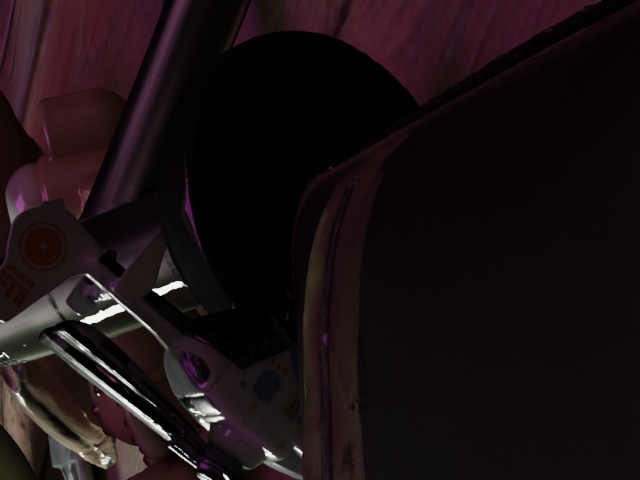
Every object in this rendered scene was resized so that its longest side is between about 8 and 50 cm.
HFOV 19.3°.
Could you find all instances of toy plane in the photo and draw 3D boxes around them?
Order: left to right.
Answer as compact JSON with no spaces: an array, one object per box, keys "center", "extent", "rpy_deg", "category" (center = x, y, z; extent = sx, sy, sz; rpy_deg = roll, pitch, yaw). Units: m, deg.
[{"center":[-0.035,0.048,0.704],"extent":[0.053,0.197,0.078],"rpy_deg":[-12,42,59],"category":"toy plane"}]

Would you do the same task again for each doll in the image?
[{"center":[-0.123,0.037,1.172],"extent":[0.154,0.119,0.278],"rpy_deg":[86,169,-61],"category":"doll"}]

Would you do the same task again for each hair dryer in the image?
[{"center":[-0.072,-0.073,0.976],"extent":[0.320,0.156,0.284],"rpy_deg":[-5,71,54],"category":"hair dryer"}]

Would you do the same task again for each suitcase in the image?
[{"center":[0.131,0.074,0.522],"extent":[0.434,0.194,0.283],"rpy_deg":[155,112,-65],"category":"suitcase"}]

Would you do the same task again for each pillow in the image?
[{"center":[-0.207,0.016,1.322],"extent":[0.173,0.067,0.270],"rpy_deg":[57,-168,-62],"category":"pillow"}]

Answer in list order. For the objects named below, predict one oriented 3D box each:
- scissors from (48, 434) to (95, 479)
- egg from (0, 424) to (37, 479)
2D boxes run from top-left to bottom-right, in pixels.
[{"center":[-0.195,0.136,1.442],"extent":[0.256,0.029,0.383],"rpy_deg":[-39,59,56],"category":"scissors"},{"center":[-0.312,0.248,1.516],"extent":[0.186,0.186,0.253],"rpy_deg":[-160,72,-64],"category":"egg"}]
